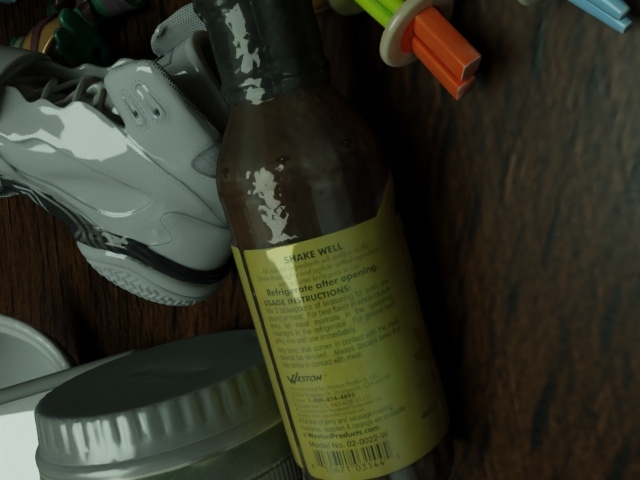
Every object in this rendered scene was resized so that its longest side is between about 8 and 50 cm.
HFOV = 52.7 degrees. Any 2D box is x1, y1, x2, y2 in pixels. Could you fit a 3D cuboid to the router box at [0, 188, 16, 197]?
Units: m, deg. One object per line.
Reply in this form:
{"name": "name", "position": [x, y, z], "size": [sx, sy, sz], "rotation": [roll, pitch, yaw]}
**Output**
{"name": "router box", "position": [-0.445, -0.126, 0.908], "size": [0.092, 0.038, 0.122], "rotation": [-7, 98, 49]}

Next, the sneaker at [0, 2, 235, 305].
{"name": "sneaker", "position": [-0.189, -0.109, 0.488], "size": [0.366, 0.137, 0.210], "rotation": [33, 127, -15]}

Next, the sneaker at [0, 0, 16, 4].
{"name": "sneaker", "position": [-0.378, -0.393, 0.718], "size": [0.122, 0.110, 0.283], "rotation": [-44, 68, 23]}

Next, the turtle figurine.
{"name": "turtle figurine", "position": [-0.274, -0.204, 0.639], "size": [0.234, 0.118, 0.175], "rotation": [2, 80, 40]}

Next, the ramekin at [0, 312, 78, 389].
{"name": "ramekin", "position": [-0.451, 0.233, 0.865], "size": [0.135, 0.277, 0.277], "rotation": [149, 101, -77]}

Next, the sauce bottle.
{"name": "sauce bottle", "position": [0.000, 0.000, 0.404], "size": [0.111, 0.111, 0.344], "rotation": [1, 110, 47]}

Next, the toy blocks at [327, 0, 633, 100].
{"name": "toy blocks", "position": [0.081, -0.129, 0.335], "size": [0.148, 0.054, 0.123], "rotation": [50, 133, 22]}

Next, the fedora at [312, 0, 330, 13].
{"name": "fedora", "position": [-0.031, -0.237, 0.397], "size": [0.194, 0.079, 0.194], "rotation": [19, 118, 42]}

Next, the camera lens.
{"name": "camera lens", "position": [-0.091, 0.231, 0.519], "size": [0.219, 0.219, 0.274], "rotation": [-7, 98, 48]}

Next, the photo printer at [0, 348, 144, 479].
{"name": "photo printer", "position": [-0.309, 0.284, 0.731], "size": [0.308, 0.107, 0.256], "rotation": [-16, 90, 5]}
